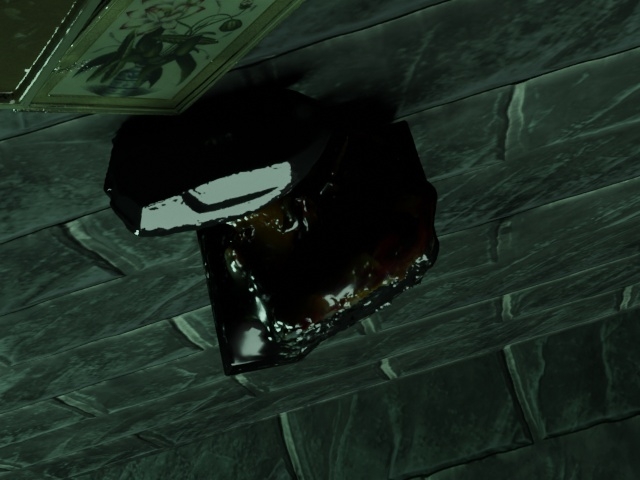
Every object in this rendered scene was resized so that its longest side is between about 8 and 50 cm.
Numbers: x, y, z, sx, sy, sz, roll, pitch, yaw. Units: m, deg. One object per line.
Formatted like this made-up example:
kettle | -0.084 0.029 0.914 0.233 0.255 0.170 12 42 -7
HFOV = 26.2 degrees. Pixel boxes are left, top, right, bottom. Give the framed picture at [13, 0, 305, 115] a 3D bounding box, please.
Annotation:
framed picture | -0.131 -0.159 1.127 0.173 0.010 0.231 -3 159 -38

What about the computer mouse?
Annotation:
computer mouse | -0.094 -0.071 1.269 0.217 0.122 0.073 -15 140 -3

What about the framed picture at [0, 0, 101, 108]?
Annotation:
framed picture | -0.323 -0.153 0.944 0.335 0.022 0.247 -5 159 -34

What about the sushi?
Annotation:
sushi | 0.001 0.000 1.373 0.227 0.215 0.212 -10 170 -10
